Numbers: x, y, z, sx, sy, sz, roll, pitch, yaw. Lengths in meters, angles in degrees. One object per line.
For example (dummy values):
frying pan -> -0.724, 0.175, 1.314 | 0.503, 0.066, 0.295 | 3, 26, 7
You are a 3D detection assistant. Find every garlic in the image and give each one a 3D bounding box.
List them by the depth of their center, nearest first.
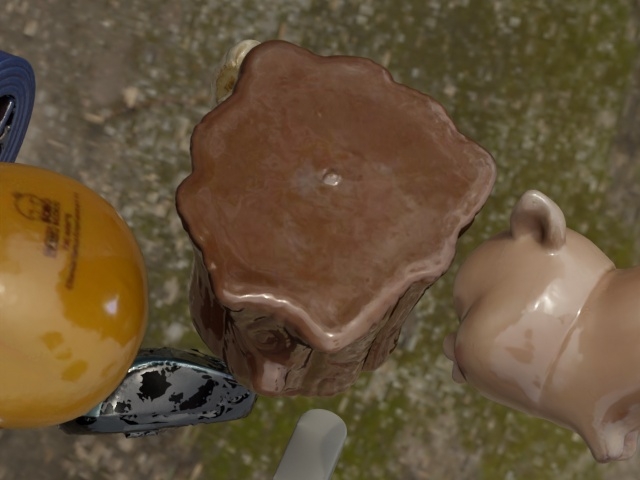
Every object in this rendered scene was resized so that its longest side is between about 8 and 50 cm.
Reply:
garlic -> -0.096, -0.194, 1.759 | 0.094, 0.074, 0.113 | -11, 136, -51

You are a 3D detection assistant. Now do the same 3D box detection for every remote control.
remote control -> -0.024, 0.325, 2.016 | 0.245, 0.077, 0.022 | -64, 170, -49

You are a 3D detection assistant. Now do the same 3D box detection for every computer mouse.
computer mouse -> -0.187, 0.166, 1.629 | 0.233, 0.137, 0.096 | -6, 95, -17

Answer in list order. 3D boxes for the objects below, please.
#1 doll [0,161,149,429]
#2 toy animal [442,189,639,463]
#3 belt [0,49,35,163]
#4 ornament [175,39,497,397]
doll -> -0.243, 0.061, 1.122 | 0.213, 0.213, 0.236 | -28, 160, -44
toy animal -> 0.285, 0.092, 1.475 | 0.237, 0.326, 0.269 | 31, 47, -65
belt -> -0.466, -0.084, 1.703 | 0.212, 0.117, 0.346 | 80, 34, -68
ornament -> 0.000, 0.000, 1.065 | 0.221, 0.235, 0.217 | -12, 158, -12
